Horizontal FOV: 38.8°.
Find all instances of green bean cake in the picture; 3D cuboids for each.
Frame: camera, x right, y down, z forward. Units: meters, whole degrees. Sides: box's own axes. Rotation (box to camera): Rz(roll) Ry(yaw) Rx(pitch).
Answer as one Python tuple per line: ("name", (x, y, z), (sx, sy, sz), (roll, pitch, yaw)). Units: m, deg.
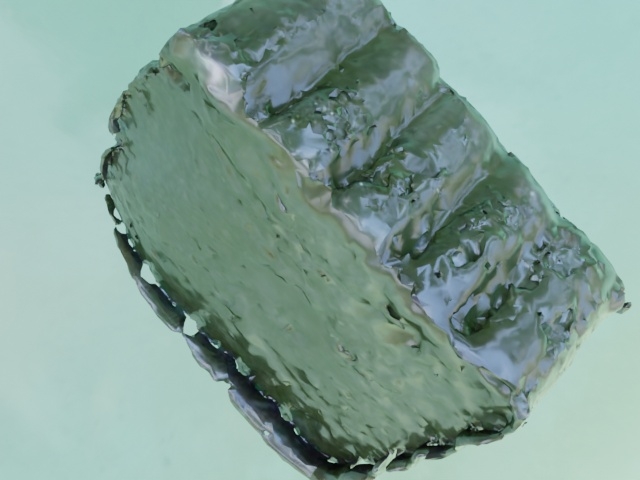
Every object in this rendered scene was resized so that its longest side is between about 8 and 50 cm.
("green bean cake", (0.000, 0.000, 0.504), (0.255, 0.241, 0.132), (48, 60, 0))
